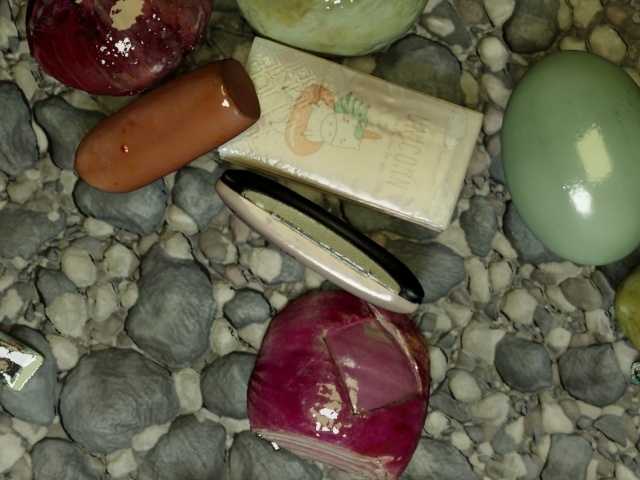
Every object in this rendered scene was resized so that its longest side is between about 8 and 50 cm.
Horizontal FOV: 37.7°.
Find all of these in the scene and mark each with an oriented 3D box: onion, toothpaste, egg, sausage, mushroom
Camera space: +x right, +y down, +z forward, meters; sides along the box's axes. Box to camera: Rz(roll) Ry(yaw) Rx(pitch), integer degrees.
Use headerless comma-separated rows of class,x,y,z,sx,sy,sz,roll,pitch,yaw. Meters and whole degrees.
onion,-0.247,-0.283,1.196,0.252,0.219,0.252,-11,56,17
toothpaste,-0.473,0.117,1.256,0.216,0.037,0.062,40,87,-8
egg,0.338,-0.107,1.214,0.203,0.203,0.282,-11,88,-3
sausage,-0.203,-0.139,1.201,0.259,0.113,0.113,-25,92,22
mushroom,0.013,-0.340,1.215,0.267,0.164,0.189,18,88,-3
onion,0.034,0.193,1.249,0.250,0.111,0.247,18,91,-1

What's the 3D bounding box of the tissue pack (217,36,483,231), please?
tissue pack,0.041,-0.140,1.264,0.325,0.071,0.170,19,88,-3

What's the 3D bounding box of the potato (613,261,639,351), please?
potato,0.545,0.081,1.244,0.307,0.173,0.210,-6,93,-6

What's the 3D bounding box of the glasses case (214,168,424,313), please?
glasses case,0.000,0.000,1.238,0.314,0.122,0.075,32,94,-4

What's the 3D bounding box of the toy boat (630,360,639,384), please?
toy boat,0.473,0.183,1.308,0.083,0.038,0.038,-5,91,-2
